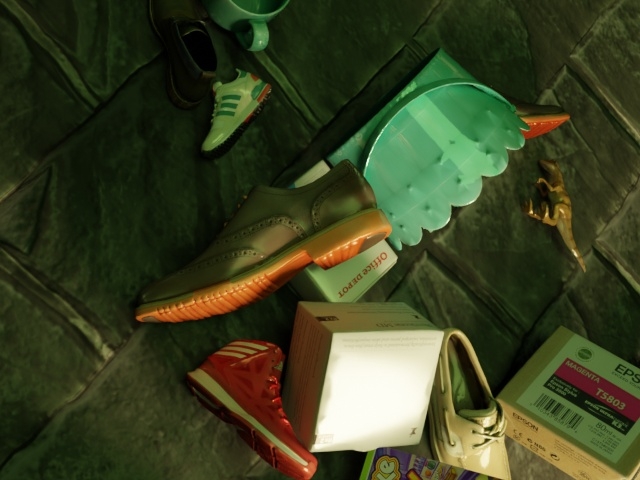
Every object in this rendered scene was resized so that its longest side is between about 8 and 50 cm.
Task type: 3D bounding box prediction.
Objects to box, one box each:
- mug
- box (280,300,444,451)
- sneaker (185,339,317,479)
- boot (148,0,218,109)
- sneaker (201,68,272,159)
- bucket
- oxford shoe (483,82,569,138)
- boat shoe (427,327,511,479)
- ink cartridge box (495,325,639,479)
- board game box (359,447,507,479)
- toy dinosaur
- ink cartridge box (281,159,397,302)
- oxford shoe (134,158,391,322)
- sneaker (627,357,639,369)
[{"bbox_3d":[-0.122,-0.369,1.420,0.129,0.097,0.158,30,67,-19],"label":"mug"},{"bbox_3d":[0.055,0.187,1.324,0.181,0.119,0.182,2,107,-27],"label":"box"},{"bbox_3d":[-0.065,0.211,1.269,0.221,0.087,0.128,38,64,17],"label":"sneaker"},{"bbox_3d":[-0.190,-0.310,1.365,0.082,0.106,0.219,-9,82,-29],"label":"boot"},{"bbox_3d":[-0.142,-0.191,1.399,0.075,0.057,0.161,35,64,3],"label":"sneaker"},{"bbox_3d":[0.153,-0.142,1.420,0.183,0.281,0.281,45,62,-7],"label":"bucket"},{"bbox_3d":[0.311,-0.227,1.615,0.271,0.097,0.098,-4,74,-28],"label":"oxford shoe"},{"bbox_3d":[0.229,0.279,1.442,0.109,0.098,0.302,-17,86,-30],"label":"boat shoe"},{"bbox_3d":[0.420,0.268,1.478,0.234,0.088,0.193,30,56,30],"label":"ink cartridge box"},{"bbox_3d":[0.133,0.478,1.282,0.233,0.078,0.347,12,67,18],"label":"board game box"},{"bbox_3d":[0.416,-0.046,1.641,0.112,0.064,0.211,-7,81,-30],"label":"toy dinosaur"},{"bbox_3d":[0.000,0.000,1.402,0.139,0.082,0.191,-41,99,-28],"label":"ink cartridge box"},{"bbox_3d":[-0.093,0.007,1.287,0.363,0.130,0.133,-23,78,-4],"label":"oxford shoe"},{"bbox_3d":[0.538,0.295,1.601,0.276,0.097,0.135,-37,95,-27],"label":"sneaker"}]
